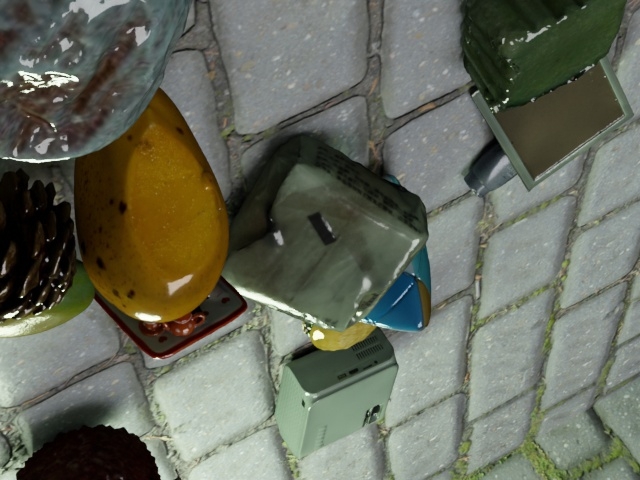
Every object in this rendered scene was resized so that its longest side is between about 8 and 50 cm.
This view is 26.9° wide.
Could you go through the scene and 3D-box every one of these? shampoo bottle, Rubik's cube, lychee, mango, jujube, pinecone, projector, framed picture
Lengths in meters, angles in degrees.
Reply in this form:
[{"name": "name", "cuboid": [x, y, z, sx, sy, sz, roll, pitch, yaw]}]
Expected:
[{"name": "shampoo bottle", "cuboid": [0.334, -0.158, 2.163, 0.234, 0.049, 0.087, -41, 147, 14]}, {"name": "Rubik's cube", "cuboid": [0.108, 0.022, 2.033, 0.254, 0.254, 0.254, -26, 153, -15]}, {"name": "lychee", "cuboid": [-0.358, 0.425, 2.145, 0.300, 0.264, 0.264, -15, 159, 18]}, {"name": "mango", "cuboid": [-0.204, -0.050, 1.535, 0.160, 0.290, 0.191, -12, -177, -25]}, {"name": "jujube", "cuboid": [-0.252, -0.209, 1.238, 0.246, 0.215, 0.308, 11, 135, -41]}, {"name": "pinecone", "cuboid": [-0.379, 0.008, 1.514, 0.204, 0.179, 0.184, 2, 147, -25]}, {"name": "mango", "cuboid": [-0.385, 0.073, 1.728, 0.191, 0.085, 0.122, -12, 158, -19]}, {"name": "projector", "cuboid": [0.028, 0.282, 2.509, 0.198, 0.108, 0.250, -22, 150, -21]}, {"name": "framed picture", "cuboid": [0.362, -0.211, 2.071, 0.217, 0.017, 0.274, -34, 138, 4]}]

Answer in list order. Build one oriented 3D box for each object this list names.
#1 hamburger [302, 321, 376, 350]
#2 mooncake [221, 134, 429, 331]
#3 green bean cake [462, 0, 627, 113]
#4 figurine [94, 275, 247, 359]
[{"name": "hamburger", "cuboid": [0.036, 0.107, 2.207, 0.162, 0.115, 0.162, -28, 155, -15]}, {"name": "mooncake", "cuboid": [0.001, -0.003, 1.894, 0.254, 0.136, 0.250, 29, 122, -13]}, {"name": "green bean cake", "cuboid": [0.302, -0.289, 1.829, 0.222, 0.125, 0.227, -32, 156, -7]}, {"name": "figurine", "cuboid": [-0.204, -0.004, 1.715, 0.160, 0.183, 0.226, -30, 142, -28]}]
